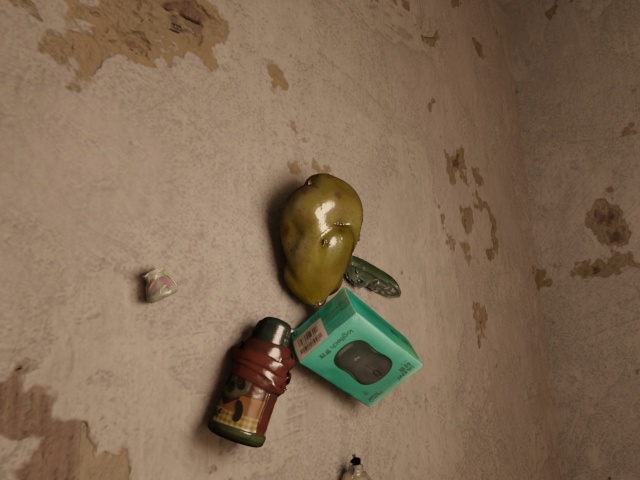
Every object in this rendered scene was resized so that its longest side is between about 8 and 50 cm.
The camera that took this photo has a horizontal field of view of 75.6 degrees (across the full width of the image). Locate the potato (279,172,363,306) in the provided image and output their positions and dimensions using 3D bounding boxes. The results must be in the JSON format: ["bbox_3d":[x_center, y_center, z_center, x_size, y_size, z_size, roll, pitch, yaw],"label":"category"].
[{"bbox_3d":[-0.004,0.000,1.088,0.218,0.202,0.351,-7,100,-55],"label":"potato"}]

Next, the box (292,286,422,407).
[{"bbox_3d":[0.101,0.293,1.104,0.311,0.205,0.118,42,14,-30],"label":"box"}]

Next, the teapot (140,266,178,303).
[{"bbox_3d":[-0.332,0.089,0.859,0.064,0.064,0.083,66,15,-2],"label":"teapot"}]

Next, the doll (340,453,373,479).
[{"bbox_3d":[0.081,0.694,1.099,0.149,0.095,0.192,52,55,-20],"label":"doll"}]

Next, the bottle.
[{"bbox_3d":[-0.146,0.307,0.934,0.156,0.143,0.271,18,67,3],"label":"bottle"}]

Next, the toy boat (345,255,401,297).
[{"bbox_3d":[0.165,0.128,1.292,0.260,0.078,0.085,31,45,-34],"label":"toy boat"}]
